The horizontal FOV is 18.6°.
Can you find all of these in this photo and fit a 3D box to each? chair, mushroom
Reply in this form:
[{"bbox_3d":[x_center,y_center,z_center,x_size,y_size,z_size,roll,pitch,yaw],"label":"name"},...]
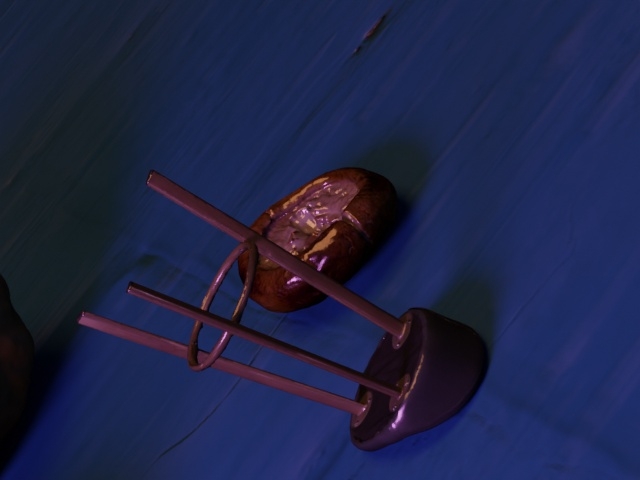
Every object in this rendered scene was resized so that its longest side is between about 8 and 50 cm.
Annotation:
[{"bbox_3d":[-0.023,0.056,1.137,0.104,0.222,0.095,-82,19,-46],"label":"chair"},{"bbox_3d":[0.000,0.000,1.317,0.123,0.052,0.123,-30,28,18],"label":"mushroom"}]

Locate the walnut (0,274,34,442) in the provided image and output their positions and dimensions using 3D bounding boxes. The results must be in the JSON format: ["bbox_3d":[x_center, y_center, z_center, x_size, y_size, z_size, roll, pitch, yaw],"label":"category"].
[{"bbox_3d":[-0.370,0.122,1.479,0.277,0.282,0.253,-23,74,29],"label":"walnut"}]
